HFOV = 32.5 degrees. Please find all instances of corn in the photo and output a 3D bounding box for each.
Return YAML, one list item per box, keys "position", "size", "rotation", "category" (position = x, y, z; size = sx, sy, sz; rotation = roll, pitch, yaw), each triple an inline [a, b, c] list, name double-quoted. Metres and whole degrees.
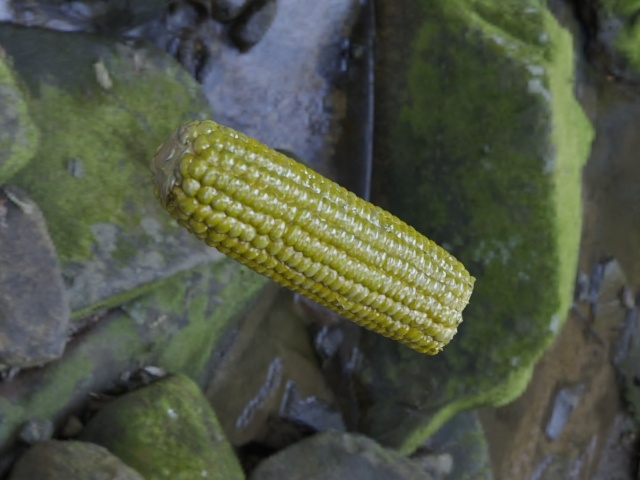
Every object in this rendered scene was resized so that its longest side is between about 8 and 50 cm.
- position: [0.000, 0.000, 0.741]
  size: [0.248, 0.081, 0.081]
  rotation: [29, 73, -25]
  category: "corn"
